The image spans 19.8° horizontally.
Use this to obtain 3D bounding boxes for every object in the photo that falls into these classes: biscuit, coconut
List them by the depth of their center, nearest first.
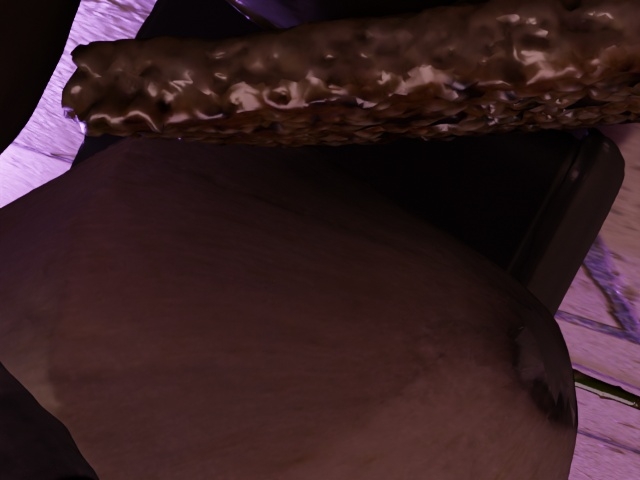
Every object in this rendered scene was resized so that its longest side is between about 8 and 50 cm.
[{"bbox_3d":[0.038,-0.038,0.454,0.131,0.025,0.231,-4,-178,19],"label":"biscuit"},{"bbox_3d":[-0.029,0.065,0.529,0.222,0.202,0.202,-23,144,26],"label":"coconut"}]

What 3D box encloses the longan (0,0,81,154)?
[{"bbox_3d":[-0.162,-0.100,0.363,0.246,0.215,0.246,16,-172,-2],"label":"longan"}]

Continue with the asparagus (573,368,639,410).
[{"bbox_3d":[0.157,0.083,1.075,0.166,0.016,0.013,21,135,12],"label":"asparagus"}]

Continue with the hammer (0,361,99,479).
[{"bbox_3d":[-0.163,-0.040,0.523,0.427,0.152,0.044,39,141,45],"label":"hammer"}]

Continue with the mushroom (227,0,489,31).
[{"bbox_3d":[0.000,-0.109,0.351,0.100,0.081,0.312,3,167,3],"label":"mushroom"}]

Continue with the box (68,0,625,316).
[{"bbox_3d":[0.000,0.000,0.748,0.178,0.138,0.274,29,166,1],"label":"box"}]
